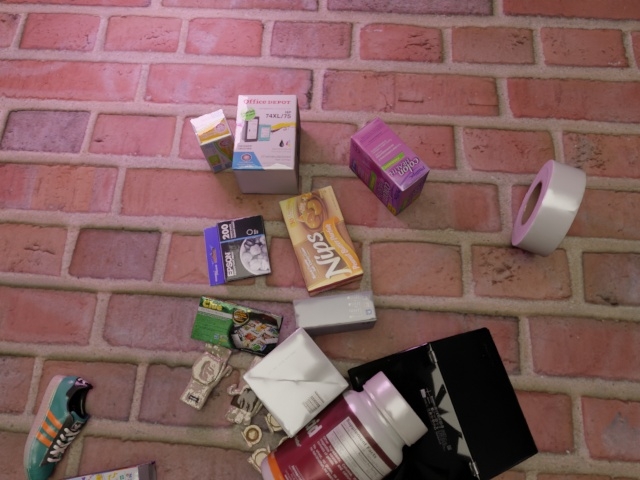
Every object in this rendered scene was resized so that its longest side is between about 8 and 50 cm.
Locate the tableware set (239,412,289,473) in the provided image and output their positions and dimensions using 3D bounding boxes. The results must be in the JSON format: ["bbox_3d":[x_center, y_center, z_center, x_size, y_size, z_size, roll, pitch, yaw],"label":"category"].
[{"bbox_3d":[-0.149,0.584,1.486,0.169,0.020,0.141,-29,74,-8],"label":"tableware set"}]

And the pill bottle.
[{"bbox_3d":[0.064,0.532,1.297,0.392,0.224,0.224,-38,75,-5],"label":"pill bottle"}]

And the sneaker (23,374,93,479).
[{"bbox_3d":[-0.756,0.549,1.473,0.121,0.108,0.302,5,71,8],"label":"sneaker"}]

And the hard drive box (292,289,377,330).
[{"bbox_3d":[0.043,0.223,1.512,0.232,0.181,0.089,-7,72,-1],"label":"hard drive box"}]

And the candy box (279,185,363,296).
[{"bbox_3d":[0.000,0.000,1.634,0.183,0.087,0.316,-18,73,-4],"label":"candy box"}]

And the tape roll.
[{"bbox_3d":[0.687,-0.097,1.541,0.100,0.286,0.286,21,74,9],"label":"tape roll"}]

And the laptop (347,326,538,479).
[{"bbox_3d":[0.352,0.495,1.469,0.408,0.236,0.382,-23,71,17],"label":"laptop"}]

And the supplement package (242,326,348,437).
[{"bbox_3d":[-0.076,0.391,1.400,0.199,0.262,0.198,-38,81,-16],"label":"supplement package"}]

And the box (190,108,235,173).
[{"bbox_3d":[-0.344,-0.327,1.691,0.114,0.203,0.103,-22,73,-5],"label":"box"}]

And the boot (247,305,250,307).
[{"bbox_3d":[-0.225,0.279,1.581,0.106,0.037,0.114,37,80,12],"label":"boot"}]

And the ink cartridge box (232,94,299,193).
[{"bbox_3d":[-0.172,-0.316,1.684,0.198,0.197,0.270,0,72,2],"label":"ink cartridge box"}]

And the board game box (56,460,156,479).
[{"bbox_3d":[-0.608,0.714,1.397,0.275,0.142,0.144,-10,72,-1],"label":"board game box"}]

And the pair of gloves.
[{"bbox_3d":[-0.275,0.430,1.528,0.240,0.042,0.204,18,69,2],"label":"pair of gloves"}]

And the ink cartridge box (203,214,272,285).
[{"bbox_3d":[-0.277,0.030,1.658,0.208,0.045,0.206,-11,73,0],"label":"ink cartridge box"}]

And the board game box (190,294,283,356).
[{"bbox_3d":[-0.254,0.264,1.551,0.260,0.030,0.136,15,93,-2],"label":"board game box"}]

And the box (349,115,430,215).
[{"bbox_3d":[0.214,-0.234,1.636,0.117,0.213,0.243,-39,76,-10],"label":"box"}]
